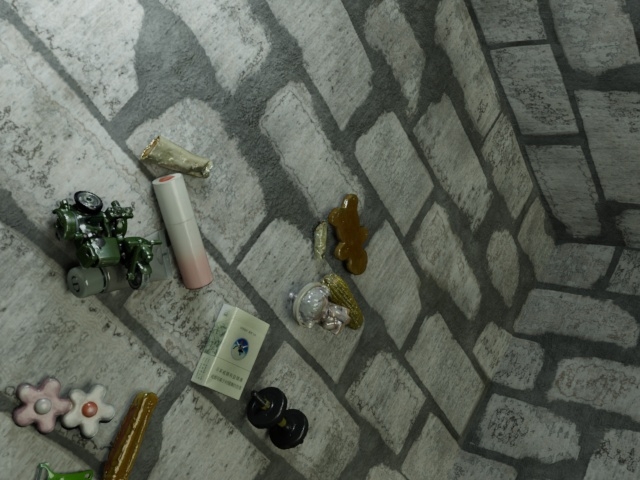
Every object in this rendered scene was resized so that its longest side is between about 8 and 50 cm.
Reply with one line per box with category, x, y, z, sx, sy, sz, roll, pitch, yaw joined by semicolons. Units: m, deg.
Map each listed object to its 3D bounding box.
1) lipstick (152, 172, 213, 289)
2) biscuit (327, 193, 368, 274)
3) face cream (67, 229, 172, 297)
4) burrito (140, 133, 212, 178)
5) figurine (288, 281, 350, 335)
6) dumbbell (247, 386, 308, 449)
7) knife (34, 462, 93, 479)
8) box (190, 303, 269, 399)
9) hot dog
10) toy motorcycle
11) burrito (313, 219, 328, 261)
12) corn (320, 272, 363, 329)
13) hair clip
lipstick;-0.387;-0.023;1.957;0.087;0.087;0.326;-33;119;-40
biscuit;0.104;-0.007;2.533;0.197;0.049;0.301;-40;123;-38
face cream;-0.517;0.072;1.836;0.314;0.089;0.143;-21;104;-51
burrito;-0.398;-0.230;1.934;0.226;0.060;0.087;20;82;-47
figurine;-0.012;0.233;2.371;0.237;0.141;0.162;39;78;-43
dumbbell;-0.139;0.587;2.281;0.143;0.143;0.325;-57;133;-25
knife;-0.662;0.618;1.799;0.166;0.023;0.078;20;86;-47
box;-0.277;0.346;2.149;0.164;0.069;0.256;37;69;-44
hot dog;-0.527;0.553;1.908;0.088;0.061;0.285;43;63;-46
toy motorcycle;-0.531;-0.002;1.715;0.205;0.275;0.127;-4;142;-49
burrito;0.000;0.000;2.424;0.055;0.041;0.149;6;88;-62
corn;0.085;0.222;2.523;0.086;0.086;0.288;-55;134;-27
hair clip;-0.647;0.423;1.756;0.257;0.075;0.146;21;85;-43
